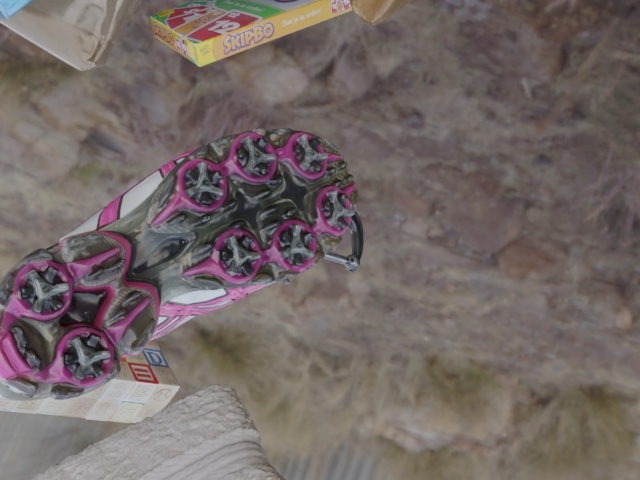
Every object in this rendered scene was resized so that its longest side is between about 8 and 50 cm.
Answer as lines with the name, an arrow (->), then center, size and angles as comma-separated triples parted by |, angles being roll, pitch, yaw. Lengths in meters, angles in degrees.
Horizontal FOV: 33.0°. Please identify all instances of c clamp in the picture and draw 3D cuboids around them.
c clamp -> 0.000, 0.000, 1.344 | 0.160, 0.137, 0.022 | 10, 152, -44

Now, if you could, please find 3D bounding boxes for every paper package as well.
paper package -> -0.394, -0.369, 1.404 | 0.325, 0.168, 0.309 | 30, -176, -12

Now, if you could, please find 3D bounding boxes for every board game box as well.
board game box -> -0.058, -0.277, 1.277 | 0.124, 0.259, 0.039 | 38, 143, 48

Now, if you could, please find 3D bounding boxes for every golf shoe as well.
golf shoe -> -0.068, 0.005, 0.461 | 0.086, 0.186, 0.067 | -16, 101, 59

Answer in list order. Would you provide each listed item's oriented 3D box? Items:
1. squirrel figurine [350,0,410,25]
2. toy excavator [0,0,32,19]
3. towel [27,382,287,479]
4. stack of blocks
squirrel figurine -> 0.075, -0.462, 1.019 | 0.370, 0.281, 0.397 | 49, 136, 11
toy excavator -> -0.279, -0.346, 1.067 | 0.433, 0.445, 0.222 | 52, 169, -24
towel -> -0.165, 0.223, 0.830 | 0.187, 0.282, 0.049 | 49, 165, 55
stack of blocks -> -0.379, 0.177, 1.627 | 0.297, 0.087, 0.171 | 16, -152, -45
